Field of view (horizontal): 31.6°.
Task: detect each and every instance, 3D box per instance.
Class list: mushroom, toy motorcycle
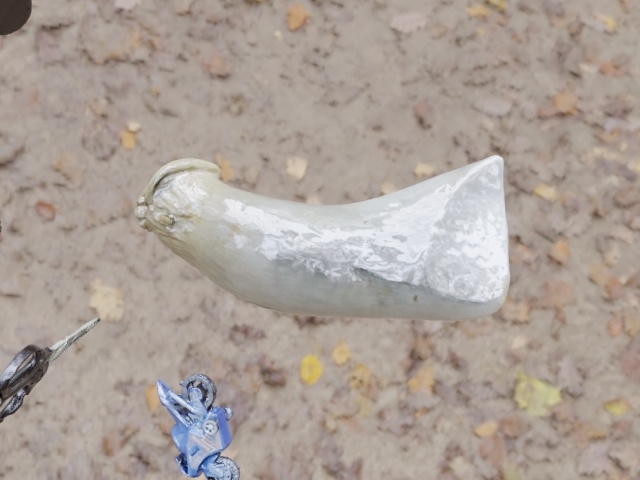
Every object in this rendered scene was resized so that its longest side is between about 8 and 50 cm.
[{"bbox_3d":[-0.001,0.000,1.220,0.397,0.126,0.177,0,79,-3],"label":"mushroom"},{"bbox_3d":[-0.205,0.323,1.900,0.076,0.114,0.205,-35,110,-69],"label":"toy motorcycle"}]

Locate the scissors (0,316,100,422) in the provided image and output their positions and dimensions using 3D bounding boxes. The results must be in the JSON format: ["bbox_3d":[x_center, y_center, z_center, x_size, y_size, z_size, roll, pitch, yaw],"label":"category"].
[{"bbox_3d":[-0.364,0.157,1.536,0.022,0.109,0.300,28,20,7],"label":"scissors"}]

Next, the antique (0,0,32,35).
[{"bbox_3d":[-0.527,-0.351,1.322,0.322,0.185,0.255,19,31,-53],"label":"antique"}]

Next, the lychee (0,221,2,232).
[{"bbox_3d":[-0.604,-0.021,1.766,0.188,0.188,0.188,9,50,-11],"label":"lychee"}]
